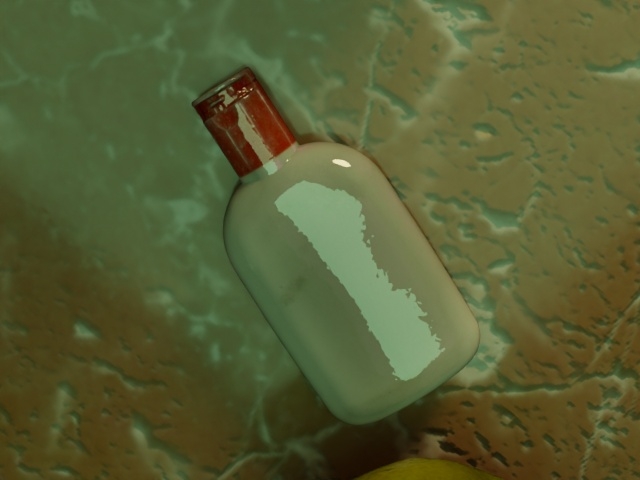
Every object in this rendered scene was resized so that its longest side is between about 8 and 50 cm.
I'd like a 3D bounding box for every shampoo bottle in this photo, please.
[{"bbox_3d":[0.000,0.000,0.747,0.108,0.051,0.221,-32,100,8],"label":"shampoo bottle"}]

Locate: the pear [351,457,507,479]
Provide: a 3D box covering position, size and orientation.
[{"bbox_3d":[0.052,0.276,0.695,0.294,0.294,0.294,0,101,-1],"label":"pear"}]
